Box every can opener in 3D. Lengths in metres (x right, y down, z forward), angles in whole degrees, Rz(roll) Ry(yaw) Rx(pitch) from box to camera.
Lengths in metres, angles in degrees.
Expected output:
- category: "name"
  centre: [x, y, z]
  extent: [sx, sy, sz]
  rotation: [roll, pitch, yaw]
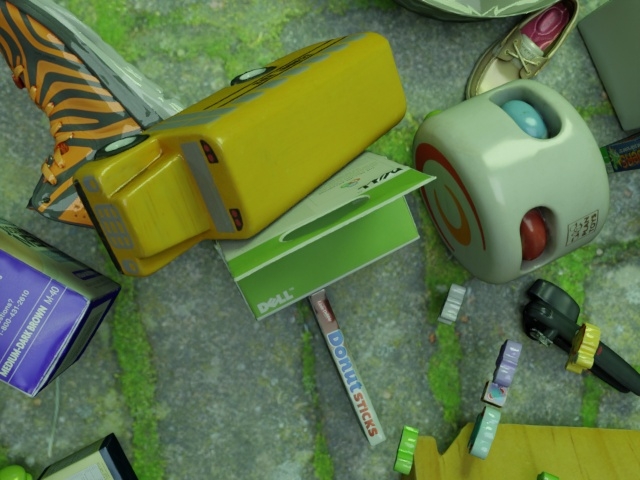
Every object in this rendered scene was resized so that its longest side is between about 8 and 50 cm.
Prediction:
- category: "can opener"
  centre: [0.311, 0.124, 0.826]
  extent: [0.186, 0.059, 0.073]
  rotation: [40, 85, -5]

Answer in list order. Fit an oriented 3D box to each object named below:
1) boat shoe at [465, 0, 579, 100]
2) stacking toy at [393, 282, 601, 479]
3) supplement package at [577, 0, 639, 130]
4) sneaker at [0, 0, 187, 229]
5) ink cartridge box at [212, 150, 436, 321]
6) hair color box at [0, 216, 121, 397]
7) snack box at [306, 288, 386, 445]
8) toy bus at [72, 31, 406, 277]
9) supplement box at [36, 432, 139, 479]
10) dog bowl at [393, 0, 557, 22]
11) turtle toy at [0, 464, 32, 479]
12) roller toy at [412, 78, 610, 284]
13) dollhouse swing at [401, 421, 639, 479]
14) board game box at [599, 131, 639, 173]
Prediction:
- category: "boat shoe"
  centre: [0.233, -0.219, 0.814]
  extent: [0.063, 0.059, 0.170]
  rotation: [39, 86, -6]
- category: "stacking toy"
  centre: [0.186, 0.169, 0.750]
  extent: [0.167, 0.052, 0.221]
  rotation: [19, 75, 8]
- category: "supplement package"
  centre: [0.438, -0.240, 0.771]
  extent: [0.203, 0.194, 0.149]
  rotation: [-26, 93, -7]
- category: "sneaker"
  centre: [-0.268, -0.123, 0.719]
  extent: [0.321, 0.124, 0.180]
  rotation: [38, 85, -6]
- category: "ink cartridge box"
  centre: [0.000, 0.000, 0.680]
  extent: [0.189, 0.255, 0.097]
  rotation: [-27, 108, -6]
- category: "hair color box"
  centre: [-0.375, 0.007, 0.676]
  extent: [0.339, 0.185, 0.110]
  rotation: [30, 87, -7]
- category: "snack box"
  centre: [0.026, 0.136, 0.787]
  extent: [0.022, 0.064, 0.178]
  rotation: [-23, 93, -5]
- category: "toy bus"
  centre: [-0.060, -0.091, 0.673]
  extent: [0.333, 0.130, 0.108]
  rotation: [-41, 121, -41]
- category: "supplement box"
  centre: [-0.246, 0.268, 0.758]
  extent: [0.083, 0.056, 0.083]
  rotation: [-26, 94, -6]
- category: "dog bowl"
  centre: [0.167, -0.407, 0.783]
  extent: [0.349, 0.102, 0.348]
  rotation: [0, 90, -8]
- category: "turtle toy"
  centre: [-0.363, 0.281, 0.733]
  extent: [0.130, 0.095, 0.066]
  rotation: [-41, 133, -5]
- category: "roller toy"
  centre: [0.201, -0.061, 0.744]
  extent: [0.146, 0.191, 0.209]
  rotation: [-25, 93, -7]
- category: "dollhouse swing"
  centre: [0.253, 0.429, 0.822]
  extent: [0.347, 0.305, 0.315]
  rotation: [4, 49, -7]
- category: "board game box"
  centre: [0.442, -0.132, 0.802]
  extent: [0.201, 0.136, 0.035]
  rotation: [-22, 93, -6]
